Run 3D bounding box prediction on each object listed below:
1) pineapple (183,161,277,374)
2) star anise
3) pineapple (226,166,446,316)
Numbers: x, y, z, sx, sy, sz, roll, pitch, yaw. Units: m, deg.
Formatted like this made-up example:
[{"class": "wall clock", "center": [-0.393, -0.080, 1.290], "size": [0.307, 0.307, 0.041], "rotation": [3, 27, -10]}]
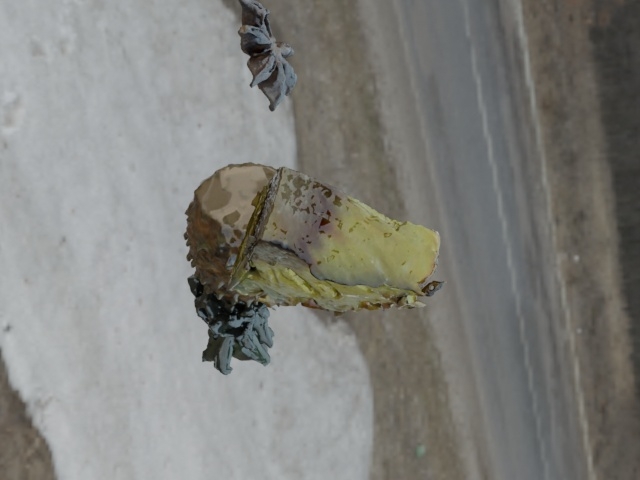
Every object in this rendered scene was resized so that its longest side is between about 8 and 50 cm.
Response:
[{"class": "pineapple", "center": [-0.087, 0.042, 1.336], "size": [0.310, 0.141, 0.170], "rotation": [96, 16, -50]}, {"class": "star anise", "center": [-0.091, -0.321, 1.972], "size": [0.208, 0.063, 0.172], "rotation": [51, 31, -57]}, {"class": "pineapple", "center": [0.000, 0.000, 1.034], "size": [0.186, 0.236, 0.114], "rotation": [29, 68, -48]}]
